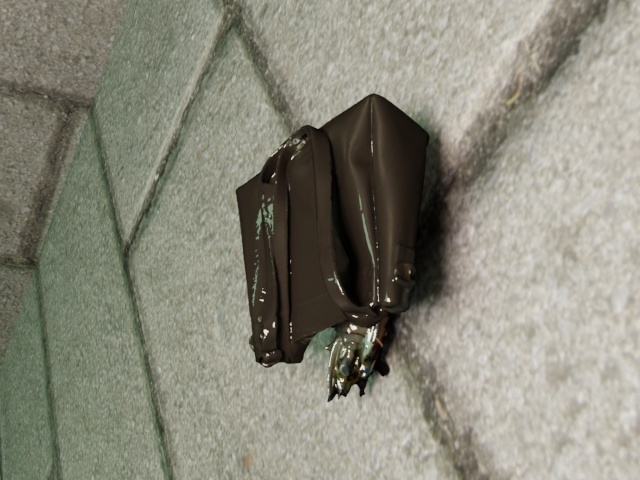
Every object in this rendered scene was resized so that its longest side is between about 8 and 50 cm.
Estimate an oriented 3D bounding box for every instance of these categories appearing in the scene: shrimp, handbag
[{"bbox_3d":[0.030,0.046,0.919,0.178,0.075,0.289,7,89,61],"label":"shrimp"},{"bbox_3d":[-0.001,0.000,0.839,0.285,0.113,0.257,-29,52,45],"label":"handbag"}]
